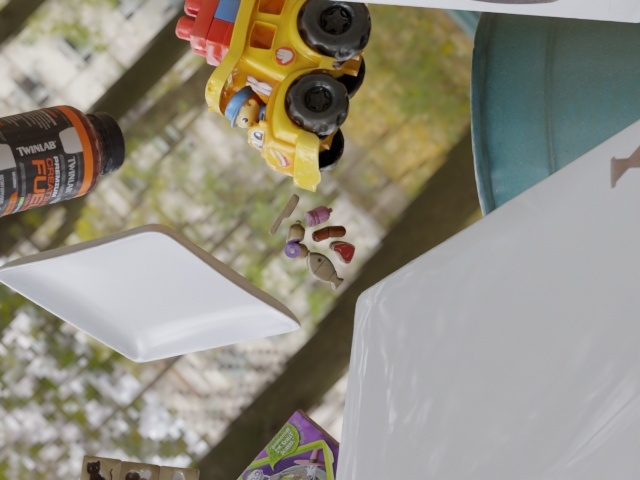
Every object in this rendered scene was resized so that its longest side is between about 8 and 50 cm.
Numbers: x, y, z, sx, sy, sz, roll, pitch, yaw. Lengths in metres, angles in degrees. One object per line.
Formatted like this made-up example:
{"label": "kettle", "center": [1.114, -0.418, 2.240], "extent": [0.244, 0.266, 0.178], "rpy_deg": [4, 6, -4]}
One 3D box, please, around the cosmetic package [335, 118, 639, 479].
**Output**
{"label": "cosmetic package", "center": [0.258, 0.183, 1.219], "extent": [0.394, 0.327, 0.329], "rpy_deg": [39, -143, -26]}

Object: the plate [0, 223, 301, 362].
{"label": "plate", "center": [-0.207, 0.059, 2.101], "extent": [0.278, 0.277, 0.045], "rpy_deg": [36, -128, -43]}

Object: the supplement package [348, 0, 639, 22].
{"label": "supplement package", "center": [0.097, -0.242, 1.124], "extent": [0.244, 0.134, 0.139], "rpy_deg": [5, 145, 10]}

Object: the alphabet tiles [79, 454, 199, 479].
{"label": "alphabet tiles", "center": [-0.277, 0.482, 2.435], "extent": [0.285, 0.342, 0.011], "rpy_deg": [5, 167, 8]}

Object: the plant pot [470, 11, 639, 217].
{"label": "plant pot", "center": [0.380, -0.133, 2.032], "extent": [0.341, 0.334, 0.341], "rpy_deg": [-3, -90, -71]}

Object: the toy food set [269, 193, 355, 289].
{"label": "toy food set", "center": [0.000, 0.000, 2.040], "extent": [0.122, 0.078, 0.019], "rpy_deg": [36, 173, -33]}

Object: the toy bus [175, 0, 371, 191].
{"label": "toy bus", "center": [-0.060, -0.187, 1.893], "extent": [0.211, 0.220, 0.149], "rpy_deg": [14, 160, 1]}

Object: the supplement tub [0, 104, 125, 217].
{"label": "supplement tub", "center": [-0.312, -0.089, 1.878], "extent": [0.106, 0.198, 0.106], "rpy_deg": [24, 122, 45]}

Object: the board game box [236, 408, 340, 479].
{"label": "board game box", "center": [-0.060, 0.389, 1.968], "extent": [0.208, 0.347, 0.056], "rpy_deg": [41, -177, 3]}
